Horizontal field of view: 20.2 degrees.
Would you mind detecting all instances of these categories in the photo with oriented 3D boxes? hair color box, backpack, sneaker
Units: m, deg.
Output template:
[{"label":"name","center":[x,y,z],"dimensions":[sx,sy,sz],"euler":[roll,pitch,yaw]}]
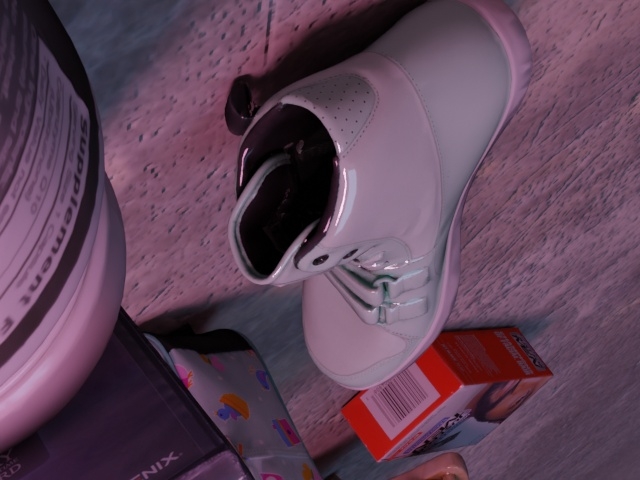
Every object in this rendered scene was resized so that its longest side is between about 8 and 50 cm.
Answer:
[{"label":"hair color box","center":[0.099,0.115,1.357],"dimensions":[0.093,0.053,0.167],"euler":[-45,160,22]},{"label":"backpack","center":[-0.078,0.159,0.964],"dimensions":[0.166,0.188,0.144],"euler":[-47,158,29]},{"label":"sneaker","center":[0.000,-0.001,0.871],"dimensions":[0.151,0.094,0.256],"euler":[-29,150,-37]}]

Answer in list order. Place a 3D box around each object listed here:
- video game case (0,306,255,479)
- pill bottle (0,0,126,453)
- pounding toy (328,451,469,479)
[{"label":"video game case","center":[-0.151,0.078,0.624],"dimensions":[0.196,0.274,0.026],"euler":[-33,118,-9]},{"label":"pill bottle","center":[-0.147,-0.035,0.458],"dimensions":[0.161,0.161,0.283],"euler":[-35,161,-5]},{"label":"pounding toy","center":[-0.004,0.215,1.357],"dimensions":[0.269,0.155,0.154],"euler":[-26,140,23]}]
